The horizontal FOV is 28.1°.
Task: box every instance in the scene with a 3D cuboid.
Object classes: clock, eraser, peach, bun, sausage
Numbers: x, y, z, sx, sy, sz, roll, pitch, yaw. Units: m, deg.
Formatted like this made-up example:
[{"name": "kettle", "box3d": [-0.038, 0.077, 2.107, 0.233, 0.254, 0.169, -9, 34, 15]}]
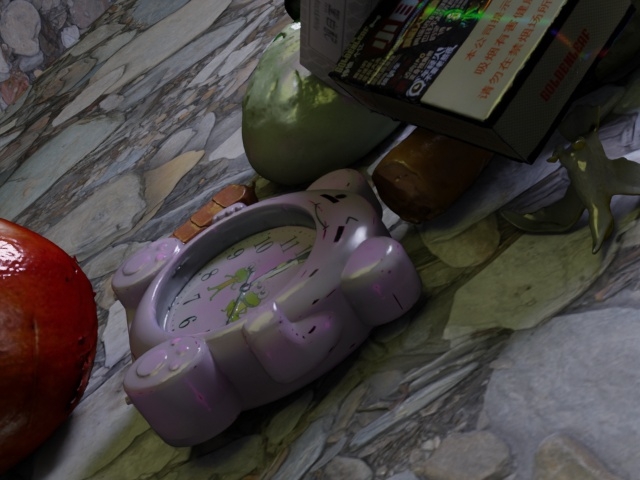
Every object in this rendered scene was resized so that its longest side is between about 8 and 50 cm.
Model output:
[{"name": "clock", "box3d": [-0.064, 0.059, 1.395, 0.322, 0.113, 0.295, -29, 30, 4]}, {"name": "eraser", "box3d": [0.040, -0.310, 1.499, 0.098, 0.096, 0.404, -52, -10, -17]}, {"name": "peach", "box3d": [-0.454, 0.136, 1.591, 0.370, 0.370, 0.370, -31, 24, 15]}, {"name": "bun", "box3d": [-0.009, -0.213, 1.790, 0.283, 0.179, 0.283, -30, 27, 17]}, {"name": "sausage", "box3d": [0.162, -0.136, 1.483, 0.109, 0.109, 0.270, -9, 40, 48]}, {"name": "sausage", "box3d": [-0.150, -0.018, 1.770, 0.169, 0.065, 0.065, -42, 23, -14]}]

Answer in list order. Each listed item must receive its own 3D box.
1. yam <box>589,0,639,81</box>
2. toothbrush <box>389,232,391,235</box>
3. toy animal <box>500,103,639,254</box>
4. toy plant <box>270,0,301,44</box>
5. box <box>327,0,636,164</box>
[{"name": "yam", "box3d": [0.352, -0.305, 1.446, 0.304, 0.168, 0.168, -37, 22, 17]}, {"name": "toothbrush", "box3d": [0.000, 0.000, 1.577, 0.257, 0.018, 0.024, -4, 42, 52]}, {"name": "toy animal", "box3d": [0.250, -0.055, 1.228, 0.219, 0.095, 0.155, -23, 22, 32]}, {"name": "toy plant", "box3d": [0.018, -0.352, 2.054, 0.218, 0.175, 0.235, -4, 64, 43]}, {"name": "box", "box3d": [0.161, -0.209, 1.356, 0.198, 0.084, 0.310, -56, 33, -4]}]
